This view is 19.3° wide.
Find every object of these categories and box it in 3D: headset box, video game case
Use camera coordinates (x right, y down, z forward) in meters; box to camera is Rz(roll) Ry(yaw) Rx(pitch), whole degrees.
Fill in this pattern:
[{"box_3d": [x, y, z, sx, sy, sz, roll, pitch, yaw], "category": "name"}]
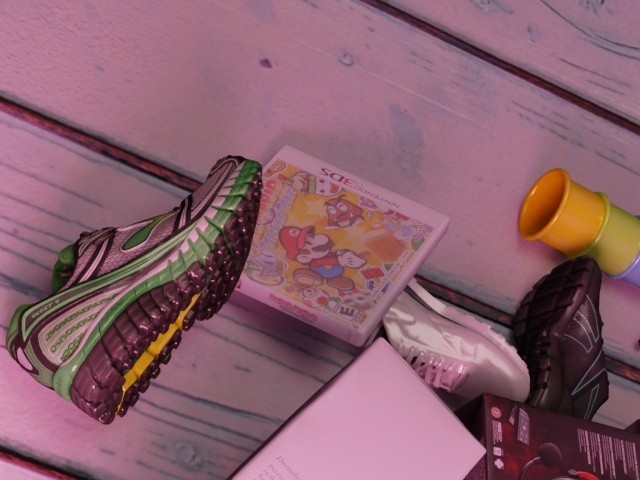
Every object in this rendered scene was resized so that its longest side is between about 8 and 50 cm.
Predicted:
[{"box_3d": [0.261, 0.300, 1.929, 0.293, 0.110, 0.218, 17, 56, -26], "category": "headset box"}, {"box_3d": [0.000, 0.000, 1.981, 0.206, 0.026, 0.227, 24, 42, 14], "category": "video game case"}]

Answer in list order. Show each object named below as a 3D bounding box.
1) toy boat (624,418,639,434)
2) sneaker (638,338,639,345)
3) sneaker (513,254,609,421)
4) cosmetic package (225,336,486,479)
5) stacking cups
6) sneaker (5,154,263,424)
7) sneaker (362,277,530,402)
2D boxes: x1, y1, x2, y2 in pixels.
[{"box_3d": [0.470, 0.242, 2.131, 0.318, 0.148, 0.267, 20, 42, -31], "category": "toy boat"}, {"box_3d": [0.414, 0.123, 2.246, 0.083, 0.031, 0.035, -2, 61, -38], "category": "sneaker"}, {"box_3d": [0.270, 0.132, 2.105, 0.106, 0.101, 0.267, 43, 48, -22], "category": "sneaker"}, {"box_3d": [-0.043, 0.276, 1.662, 0.156, 0.217, 0.385, 46, 42, 1], "category": "cosmetic package"}, {"box_3d": [0.386, 0.025, 2.273, 0.316, 0.096, 0.096, 29, 45, -23], "category": "stacking cups"}, {"box_3d": [-0.168, 0.016, 1.808, 0.146, 0.134, 0.343, 28, 46, 15], "category": "sneaker"}, {"box_3d": [0.111, 0.116, 1.989, 0.235, 0.090, 0.095, 32, 39, 4], "category": "sneaker"}]
